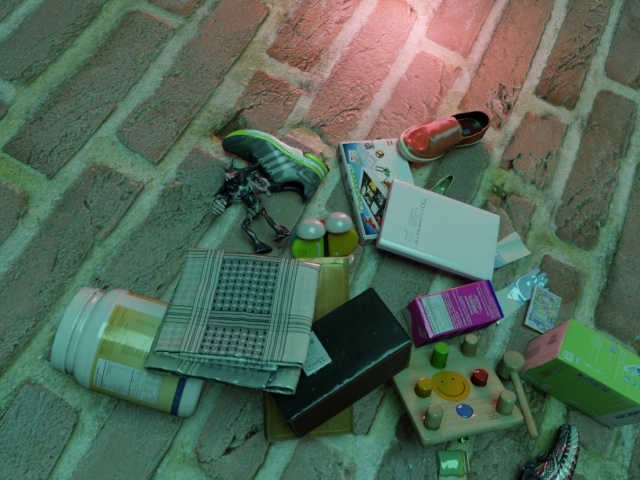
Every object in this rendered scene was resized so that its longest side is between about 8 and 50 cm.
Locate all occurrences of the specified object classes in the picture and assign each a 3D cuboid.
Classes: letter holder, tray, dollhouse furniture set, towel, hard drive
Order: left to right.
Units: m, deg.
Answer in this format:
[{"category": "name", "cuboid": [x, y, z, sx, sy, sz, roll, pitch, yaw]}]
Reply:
[{"category": "towel", "cuboid": [-0.169, 0.150, 1.277, 0.313, 0.056, 0.324, 8, 50, 3]}, {"category": "tray", "cuboid": [-0.032, 0.245, 1.440, 0.203, 0.076, 0.410, -2, 89, -13]}, {"category": "letter holder", "cuboid": [0.033, 0.275, 1.356, 0.302, 0.214, 0.152, -31, 63, -10]}, {"category": "hard drive", "cuboid": [0.323, -0.025, 1.681, 0.319, 0.040, 0.210, 19, 63, -6]}, {"category": "dollhouse furniture set", "cuboid": [0.323, 0.492, 1.497, 0.076, 0.058, 0.151, 3, 66, -11]}]

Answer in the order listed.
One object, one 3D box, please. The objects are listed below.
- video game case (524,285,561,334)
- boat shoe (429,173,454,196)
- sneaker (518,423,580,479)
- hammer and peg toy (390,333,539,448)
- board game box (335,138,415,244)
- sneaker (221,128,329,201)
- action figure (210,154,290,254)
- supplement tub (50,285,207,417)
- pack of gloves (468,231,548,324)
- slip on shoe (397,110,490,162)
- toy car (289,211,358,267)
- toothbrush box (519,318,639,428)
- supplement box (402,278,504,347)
[{"category": "video game case", "cuboid": [0.615, 0.196, 1.709, 0.087, 0.011, 0.122, 27, 68, -8]}, {"category": "boat shoe", "cuboid": [0.335, -0.132, 1.783, 0.056, 0.048, 0.153, 41, 64, 7]}, {"category": "sneaker", "cuboid": [0.542, 0.561, 1.489, 0.112, 0.120, 0.299, 20, 51, 31]}, {"category": "hammer and peg toy", "cuboid": [0.362, 0.349, 1.478, 0.362, 0.127, 0.266, -6, 38, -14]}, {"category": "board game box", "cuboid": [0.171, -0.143, 1.749, 0.193, 0.053, 0.305, -6, 68, -16]}, {"category": "sneaker", "cuboid": [-0.131, -0.205, 1.684, 0.300, 0.111, 0.121, 21, 68, 0]}, {"category": "action figure", "cuboid": [-0.190, -0.103, 1.599, 0.164, 0.141, 0.275, -33, 80, 7]}, {"category": "supplement tub", "cuboid": [-0.394, 0.237, 1.359, 0.317, 0.228, 0.228, 18, 64, -4]}, {"category": "pack of gloves", "cuboid": [0.527, 0.094, 1.727, 0.232, 0.046, 0.195, -28, 74, -22]}, {"category": "slip on shoe", "cuboid": [0.367, -0.317, 1.826, 0.332, 0.101, 0.123, -18, 72, -26]}, {"category": "toy car", "cuboid": [0.000, 0.000, 1.612, 0.182, 0.159, 0.136, -14, 31, -19]}, {"category": "toothbrush box", "cuboid": [0.683, 0.342, 1.562, 0.283, 0.206, 0.122, 31, 63, 3]}, {"category": "supplement box", "cuboid": [0.341, 0.189, 1.607, 0.220, 0.111, 0.113, -11, 70, -16]}]
